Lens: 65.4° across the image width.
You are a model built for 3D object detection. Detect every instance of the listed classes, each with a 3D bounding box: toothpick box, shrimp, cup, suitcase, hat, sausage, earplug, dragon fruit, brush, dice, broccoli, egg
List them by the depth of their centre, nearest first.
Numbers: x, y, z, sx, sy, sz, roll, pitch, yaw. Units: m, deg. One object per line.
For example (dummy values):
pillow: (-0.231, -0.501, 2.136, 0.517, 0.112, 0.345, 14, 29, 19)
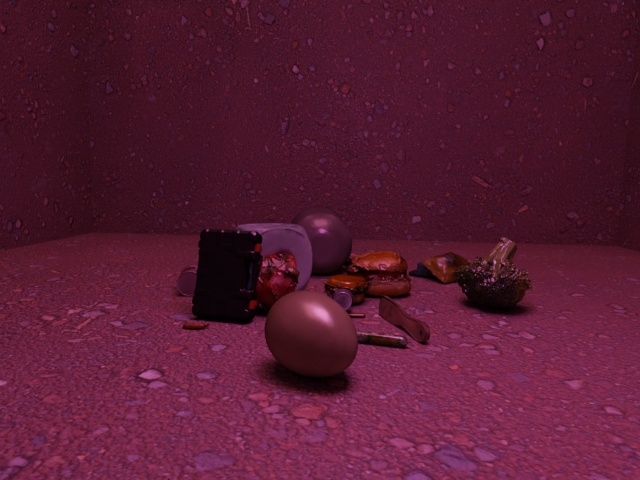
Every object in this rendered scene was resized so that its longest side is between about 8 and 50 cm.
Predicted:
egg: (-0.020, 0.215, 1.140, 0.189, 0.188, 0.254, -5, 19, -39)
sausage: (0.116, 0.266, 1.377, 0.269, 0.032, 0.033, 3, 7, 17)
brush: (0.265, 0.239, 1.525, 0.065, 0.070, 0.327, 10, 6, -16)
suitcase: (-0.296, 0.107, 1.583, 0.206, 0.285, 0.066, 3, -7, 14)
cup: (0.060, 0.206, 1.665, 0.104, 0.074, 0.116, -20, -4, 2)
dragon fruit: (-0.172, 0.150, 1.681, 0.147, 0.211, 0.282, 5, -21, -19)
broccoli: (0.625, 0.138, 1.791, 0.260, 0.235, 0.288, -30, 25, -25)
toothpick box: (-0.502, 0.153, 1.942, 0.099, 0.098, 0.149, 0, 8, -9)
dice: (-0.200, 0.070, 1.985, 0.265, 0.267, 0.262, -3, 7, -26)
hat: (0.511, 0.131, 2.360, 0.191, 0.077, 0.138, 5, 10, 28)
shrimp: (0.175, 0.131, 2.407, 0.222, 0.054, 0.290, -5, 13, -41)
earplug: (0.000, 0.000, 2.420, 0.313, 0.312, 0.394, 1, 8, -4)

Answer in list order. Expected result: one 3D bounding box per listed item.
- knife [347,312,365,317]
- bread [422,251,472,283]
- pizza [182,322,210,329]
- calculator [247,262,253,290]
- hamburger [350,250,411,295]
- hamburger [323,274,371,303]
knife: (0.019, 0.240, 1.626, 0.256, 0.022, 0.046, 1, 11, 2)
bread: (0.597, 0.117, 2.279, 0.233, 0.088, 0.160, -4, 45, -39)
pizza: (-0.369, 0.254, 1.480, 0.083, 0.016, 0.037, -3, 8, 0)
calculator: (-0.300, 0.100, 1.779, 0.055, 0.256, 0.386, 10, 0, -23)
hamburger: (0.238, 0.135, 1.974, 0.245, 0.162, 0.244, -5, 11, 1)
hamburger: (0.096, 0.181, 1.826, 0.164, 0.093, 0.190, 8, 11, 33)
